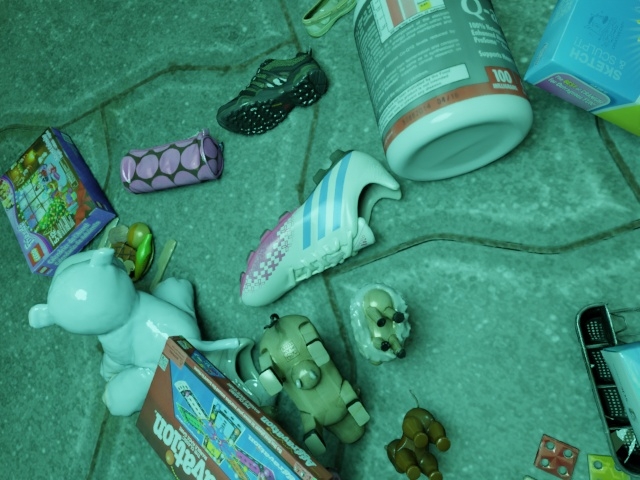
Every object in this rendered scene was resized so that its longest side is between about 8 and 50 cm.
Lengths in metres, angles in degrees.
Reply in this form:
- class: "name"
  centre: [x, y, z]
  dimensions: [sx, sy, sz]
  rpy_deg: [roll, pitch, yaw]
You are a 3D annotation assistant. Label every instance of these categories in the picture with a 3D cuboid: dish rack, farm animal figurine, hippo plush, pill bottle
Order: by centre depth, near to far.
- class: "dish rack"
  centre: [0.480, 0.166, 0.532]
  dimensions: [0.272, 0.074, 0.208]
  rpy_deg: [-12, 76, 15]
- class: "farm animal figurine"
  centre: [-0.010, 0.247, 0.610]
  dimensions: [0.331, 0.172, 0.326]
  rpy_deg: [-16, 97, -6]
- class: "pill bottle"
  centre: [0.167, -0.295, 0.665]
  dimensions: [0.210, 0.210, 0.362]
  rpy_deg: [-16, 74, 15]
- class: "hippo plush"
  centre: [-0.330, 0.142, 0.676]
  dimensions: [0.234, 0.237, 0.294]
  rpy_deg: [-53, 35, -6]

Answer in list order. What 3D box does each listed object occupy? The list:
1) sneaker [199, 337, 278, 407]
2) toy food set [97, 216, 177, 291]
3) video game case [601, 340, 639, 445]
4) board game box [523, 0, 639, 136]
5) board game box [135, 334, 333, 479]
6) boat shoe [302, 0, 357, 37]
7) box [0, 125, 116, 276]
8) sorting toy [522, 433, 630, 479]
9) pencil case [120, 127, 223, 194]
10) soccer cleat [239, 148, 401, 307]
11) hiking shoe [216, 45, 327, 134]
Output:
- class: "sneaker"
  centre: [-0.133, 0.304, 0.688]
  dimensions: [0.152, 0.114, 0.304]
  rpy_deg: [-23, 72, 14]
- class: "toy food set"
  centre: [-0.399, 0.022, 0.882]
  dimensions: [0.192, 0.038, 0.132]
  rpy_deg: [19, 85, 22]
- class: "video game case"
  centre: [0.496, 0.206, 0.451]
  dimensions: [0.270, 0.061, 0.244]
  rpy_deg: [-17, 74, 12]
- class: "board game box"
  centre: [0.465, -0.260, 0.565]
  dimensions: [0.317, 0.064, 0.242]
  rpy_deg: [24, 87, -4]
- class: "board game box"
  centre: [-0.123, 0.250, 0.516]
  dimensions: [0.281, 0.027, 0.145]
  rpy_deg: [28, 101, 34]
- class: "boat shoe"
  centre: [0.026, -0.470, 0.838]
  dimensions: [0.153, 0.048, 0.056]
  rpy_deg: [-42, 69, 6]
- class: "box"
  centre: [-0.601, -0.092, 0.958]
  dimensions: [0.201, 0.057, 0.293]
  rpy_deg: [-44, 65, 6]
- class: "sorting toy"
  centre: [0.315, 0.397, 0.553]
  dimensions: [0.132, 0.046, 0.274]
  rpy_deg: [22, 86, 22]
- class: "pencil case"
  centre: [-0.301, -0.156, 0.861]
  dimensions: [0.210, 0.095, 0.098]
  rpy_deg: [-9, 111, 15]
- class: "soccer cleat"
  centre: [0.000, 0.000, 0.708]
  dimensions: [0.143, 0.116, 0.331]
  rpy_deg: [38, 92, 22]
- class: "hiking shoe"
  centre: [-0.101, -0.291, 0.836]
  dimensions: [0.227, 0.086, 0.114]
  rpy_deg: [-23, 58, 7]
